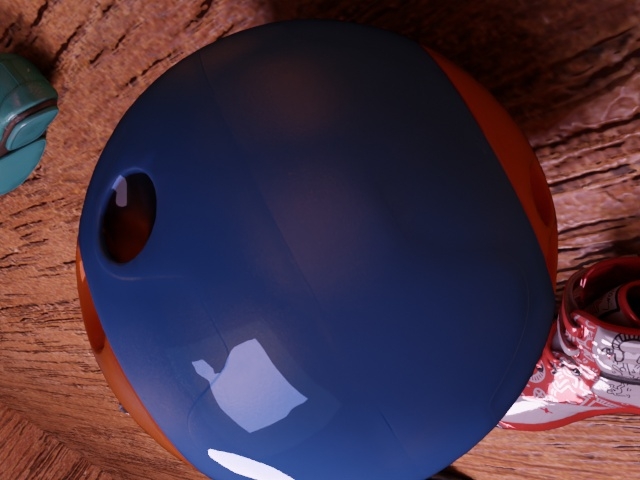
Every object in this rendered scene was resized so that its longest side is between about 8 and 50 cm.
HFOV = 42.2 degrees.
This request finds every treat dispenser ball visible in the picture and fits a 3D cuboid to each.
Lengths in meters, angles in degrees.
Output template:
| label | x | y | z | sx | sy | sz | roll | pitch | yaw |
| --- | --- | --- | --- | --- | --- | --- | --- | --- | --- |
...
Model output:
| label | x | y | z | sx | sy | sz | roll | pitch | yaw |
| --- | --- | --- | --- | --- | --- | --- | --- | --- | --- |
| treat dispenser ball | -0.001 | 0.012 | 0.511 | 0.288 | 0.288 | 0.288 | 23 | 151 | 13 |

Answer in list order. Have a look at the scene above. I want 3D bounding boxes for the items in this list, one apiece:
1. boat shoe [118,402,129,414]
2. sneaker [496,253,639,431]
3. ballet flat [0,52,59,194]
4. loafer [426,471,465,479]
| label | x | y | z | sx | sy | sz | roll | pitch | yaw |
| --- | --- | --- | --- | --- | --- | --- | --- | --- | --- |
| boat shoe | -0.197 | 0.283 | 1.333 | 0.306 | 0.105 | 0.113 | 15 | 149 | 25 |
| sneaker | 0.198 | 0.079 | 0.646 | 0.270 | 0.090 | 0.145 | -6 | 134 | 43 |
| ballet flat | -0.322 | -0.121 | 0.841 | 0.087 | 0.083 | 0.247 | 59 | 148 | -1 |
| loafer | 0.229 | 0.382 | 1.121 | 0.223 | 0.076 | 0.078 | 27 | 160 | 14 |
